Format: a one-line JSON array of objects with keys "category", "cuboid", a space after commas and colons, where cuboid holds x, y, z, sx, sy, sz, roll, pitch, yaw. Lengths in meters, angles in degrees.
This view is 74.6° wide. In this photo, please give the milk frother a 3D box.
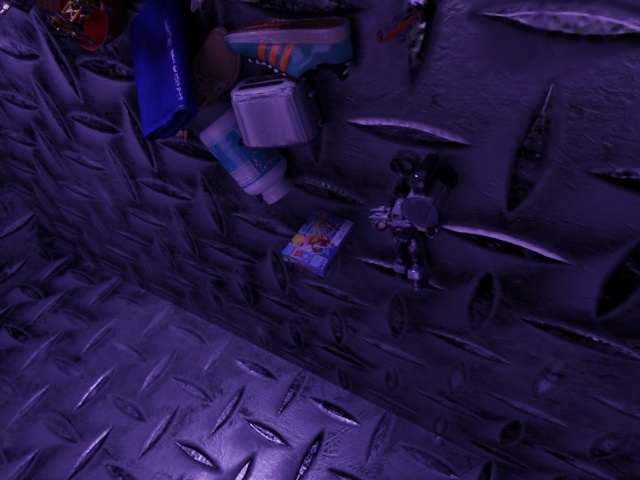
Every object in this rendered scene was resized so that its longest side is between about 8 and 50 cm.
[{"category": "milk frother", "cuboid": [0.210, -0.118, 0.941, 0.143, 0.134, 0.129, -3, 129, 43]}]

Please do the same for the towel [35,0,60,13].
[{"category": "towel", "cuboid": [-0.767, -0.741, 1.020, 0.272, 0.040, 0.370, 14, 157, -29]}]

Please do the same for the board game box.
[{"category": "board game box", "cuboid": [0.000, 0.000, 1.207, 0.136, 0.201, 0.035, 22, 144, 21]}]

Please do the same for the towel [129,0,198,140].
[{"category": "towel", "cuboid": [-0.377, -0.419, 1.025, 0.228, 0.076, 0.308, -12, 86, 43]}]

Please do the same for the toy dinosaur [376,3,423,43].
[{"category": "toy dinosaur", "cuboid": [0.136, -0.384, 0.752, 0.082, 0.090, 0.047, -28, 97, 20]}]

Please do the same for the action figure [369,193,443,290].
[{"category": "action figure", "cuboid": [0.225, -0.006, 1.106, 0.185, 0.099, 0.285, 18, 139, 36]}]

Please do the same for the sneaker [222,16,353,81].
[{"category": "sneaker", "cuboid": [-0.073, -0.392, 0.884, 0.302, 0.108, 0.121, 14, 136, 27]}]

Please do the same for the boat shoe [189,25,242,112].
[{"category": "boat shoe", "cuboid": [-0.293, -0.407, 1.064, 0.109, 0.098, 0.302, 45, 145, -13]}]

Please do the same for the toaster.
[{"category": "toaster", "cuboid": [-0.111, -0.302, 0.988, 0.227, 0.129, 0.146, 1, 130, 21]}]

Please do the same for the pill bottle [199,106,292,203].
[{"category": "pill bottle", "cuboid": [-0.192, -0.227, 1.152, 0.146, 0.146, 0.264, -14, 123, 49]}]

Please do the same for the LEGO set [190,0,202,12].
[{"category": "LEGO set", "cuboid": [-0.295, -0.583, 0.841, 0.244, 0.060, 0.182, 47, 171, -17]}]

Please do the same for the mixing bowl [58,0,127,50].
[{"category": "mixing bowl", "cuboid": [-0.562, -0.585, 1.067, 0.182, 0.098, 0.181, 16, 122, 26]}]

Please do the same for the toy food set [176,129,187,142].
[{"category": "toy food set", "cuboid": [-0.462, -0.370, 1.331, 0.122, 0.019, 0.078, 44, 146, 2]}]

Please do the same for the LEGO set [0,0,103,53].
[{"category": "LEGO set", "cuboid": [-0.665, -0.565, 0.913, 0.331, 0.255, 0.192, 41, 103, -7]}]

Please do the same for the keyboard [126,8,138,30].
[{"category": "keyboard", "cuboid": [-0.493, -0.515, 1.192, 0.072, 0.014, 0.256, 25, 145, 7]}]
